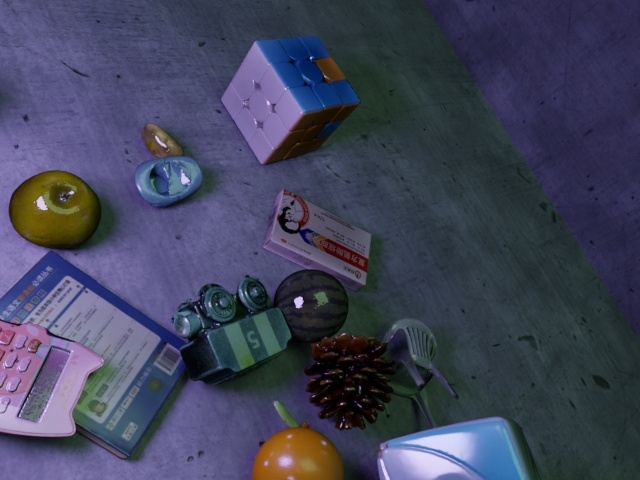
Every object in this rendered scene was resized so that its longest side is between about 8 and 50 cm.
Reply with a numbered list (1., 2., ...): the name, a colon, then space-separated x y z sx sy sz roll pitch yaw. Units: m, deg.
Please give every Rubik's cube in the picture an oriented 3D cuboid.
1. Rubik's cube: 0.369 0.647 1.319 0.347 0.352 0.352 42 34 -55
2. Rubik's cube: -0.102 -0.472 1.795 0.292 0.291 0.290 -25 79 -44

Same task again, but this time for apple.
1. apple: -0.620 -0.076 1.263 0.197 0.157 0.196 16 60 -30

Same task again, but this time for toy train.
1. toy train: -0.225 0.223 1.345 0.299 0.167 0.238 -12 76 -51

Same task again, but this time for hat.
1. hat: -0.431 -0.165 1.509 0.191 0.078 0.138 -19 89 -29

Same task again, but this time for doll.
1. doll: -0.048 0.522 1.281 0.213 0.213 0.236 30 35 -18

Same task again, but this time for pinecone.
1. pinecone: 0.073 0.380 1.426 0.264 0.264 0.264 18 53 -26

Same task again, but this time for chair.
1. chair: 0.283 0.391 1.609 0.204 0.190 0.274 23 23 -24

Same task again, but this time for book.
1. book: -0.527 0.247 1.205 0.428 0.039 0.300 38 47 -10

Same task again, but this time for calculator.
1. calculator: -0.625 0.265 1.067 0.330 0.048 0.220 25 52 -17

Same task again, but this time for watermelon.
1. watermelon: -0.025 0.182 1.494 0.212 0.212 0.212 18 53 -26

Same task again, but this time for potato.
1. potato: -0.460 -0.277 1.550 0.138 0.091 0.070 37 61 -11

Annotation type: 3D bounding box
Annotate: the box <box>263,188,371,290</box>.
1. box: 0.000 0.000 1.730 0.353 0.069 0.214 25 51 -19
